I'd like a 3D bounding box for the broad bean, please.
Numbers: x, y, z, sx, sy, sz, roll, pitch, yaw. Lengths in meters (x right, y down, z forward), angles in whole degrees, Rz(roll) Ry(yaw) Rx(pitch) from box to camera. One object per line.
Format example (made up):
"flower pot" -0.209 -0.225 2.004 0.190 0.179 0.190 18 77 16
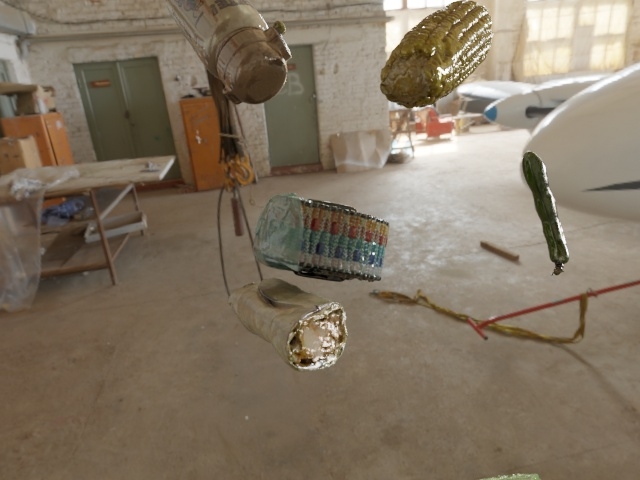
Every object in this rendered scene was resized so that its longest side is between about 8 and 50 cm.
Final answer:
"broad bean" 0.403 -0.051 0.797 0.039 0.227 0.069 -16 -2 38

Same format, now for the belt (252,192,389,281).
"belt" 0.000 0.000 0.867 0.257 0.150 0.207 10 -5 -7

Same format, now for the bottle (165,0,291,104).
"bottle" -0.113 -0.268 0.575 0.110 0.209 0.097 -38 -24 9

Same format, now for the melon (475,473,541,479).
"melon" 0.218 0.485 0.528 0.331 0.226 0.344 1 61 -20

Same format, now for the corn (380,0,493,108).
"corn" 0.150 -0.234 0.553 0.097 0.097 0.262 8 36 31

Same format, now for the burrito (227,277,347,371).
"burrito" -0.057 0.138 0.782 0.143 0.105 0.299 2 6 -29
